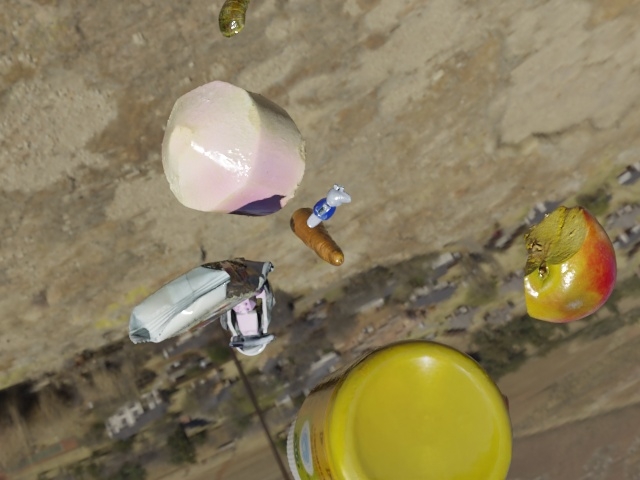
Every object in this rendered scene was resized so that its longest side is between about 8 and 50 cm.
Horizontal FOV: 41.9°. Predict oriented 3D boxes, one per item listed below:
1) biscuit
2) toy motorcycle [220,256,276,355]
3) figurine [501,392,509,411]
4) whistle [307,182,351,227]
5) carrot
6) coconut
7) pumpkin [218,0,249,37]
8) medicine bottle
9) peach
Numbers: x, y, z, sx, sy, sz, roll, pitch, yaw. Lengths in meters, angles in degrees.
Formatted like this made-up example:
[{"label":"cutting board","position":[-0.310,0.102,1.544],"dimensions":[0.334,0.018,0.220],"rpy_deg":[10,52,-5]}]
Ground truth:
[{"label":"biscuit","position":[-0.184,0.087,1.339],"dimensions":[0.186,0.079,0.309],"rpy_deg":[-31,174,7]},{"label":"toy motorcycle","position":[-0.181,0.172,2.072],"dimensions":[0.143,0.188,0.327],"rpy_deg":[-6,158,-3]},{"label":"figurine","position":[0.250,0.413,1.620],"dimensions":[0.261,0.211,0.270],"rpy_deg":[-12,167,11]},{"label":"whistle","position":[0.010,-0.045,1.157],"dimensions":[0.083,0.033,0.029],"rpy_deg":[-45,173,35]},{"label":"carrot","position":[0.000,0.000,1.576],"dimensions":[0.061,0.209,0.061],"rpy_deg":[-8,114,-17]},{"label":"coconut","position":[-0.165,-0.162,1.484],"dimensions":[0.233,0.233,0.245],"rpy_deg":[-39,153,23]},{"label":"pumpkin","position":[-0.149,-0.382,1.398],"dimensions":[0.050,0.083,0.028],"rpy_deg":[2,160,34]},{"label":"medicine bottle","position":[0.078,0.267,1.112],"dimensions":[0.224,0.224,0.384],"rpy_deg":[-21,170,-17]},{"label":"peach","position":[0.295,0.041,1.000],"dimensions":[0.151,0.118,0.151],"rpy_deg":[-54,-171,13]}]
